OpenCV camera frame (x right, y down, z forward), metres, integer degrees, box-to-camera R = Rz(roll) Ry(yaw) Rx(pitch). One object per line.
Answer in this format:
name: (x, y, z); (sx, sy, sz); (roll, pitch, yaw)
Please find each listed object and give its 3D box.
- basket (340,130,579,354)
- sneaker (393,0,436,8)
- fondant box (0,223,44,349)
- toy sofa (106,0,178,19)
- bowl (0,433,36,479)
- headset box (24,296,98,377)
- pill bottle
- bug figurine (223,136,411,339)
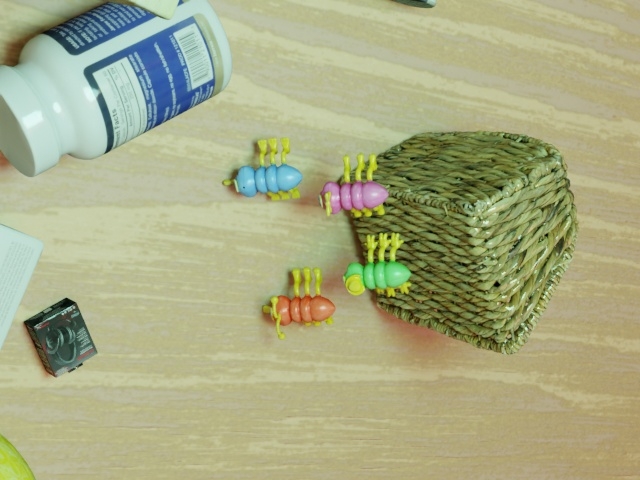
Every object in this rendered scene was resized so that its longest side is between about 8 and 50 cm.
basket: (0.208, -0.012, 1.725); (0.213, 0.299, 0.223); (-30, 115, -28)
sneaker: (0.070, -0.410, 1.662); (0.226, 0.086, 0.163); (10, 94, -35)
fondant box: (-0.496, 0.050, 1.362); (0.330, 0.096, 0.238); (25, 86, -38)
toy sofa: (-0.281, -0.333, 1.257); (0.177, 0.362, 0.150); (22, 88, -44)
bowl: (-0.428, 0.360, 1.448); (0.289, 0.156, 0.289); (-10, 107, -34)
headset box: (-0.314, 0.122, 1.548); (0.062, 0.032, 0.083); (-30, 116, -27)
pill bottle: (-0.246, -0.185, 1.447); (0.264, 0.153, 0.153); (-31, 117, -26)
bug figurine: (0.000, 0.000, 1.657); (0.072, 0.216, 0.279); (-65, 143, -63)
